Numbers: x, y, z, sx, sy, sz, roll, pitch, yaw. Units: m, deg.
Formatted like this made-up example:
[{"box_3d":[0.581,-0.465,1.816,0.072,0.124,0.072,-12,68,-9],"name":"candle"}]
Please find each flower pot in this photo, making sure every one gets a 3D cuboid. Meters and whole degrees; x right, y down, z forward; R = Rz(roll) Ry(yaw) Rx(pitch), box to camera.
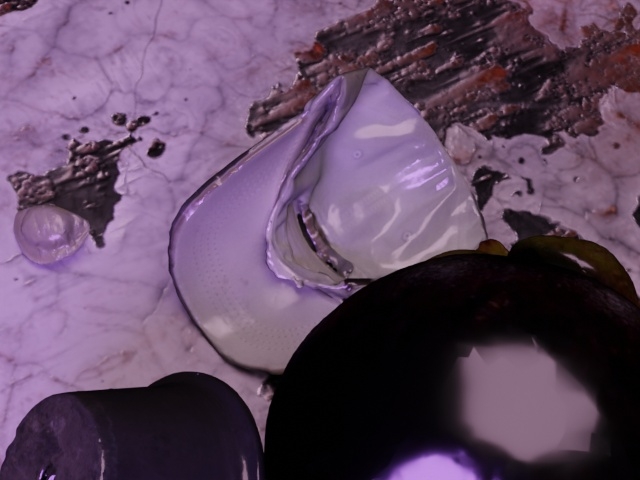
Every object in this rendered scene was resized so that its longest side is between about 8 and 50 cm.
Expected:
[{"box_3d":[-0.176,0.213,1.645,0.148,0.235,0.235,19,49,-42],"name":"flower pot"}]

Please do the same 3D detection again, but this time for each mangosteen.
[{"box_3d":[0.154,0.173,1.635,0.382,0.382,0.435,22,25,6],"name":"mangosteen"}]

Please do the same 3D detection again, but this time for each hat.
[{"box_3d":[0.004,-0.002,1.891,0.301,0.168,0.257,-30,93,1],"name":"hat"}]

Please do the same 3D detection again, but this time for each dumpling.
[{"box_3d":[-0.265,-0.005,1.899,0.077,0.043,0.059,15,80,-3],"name":"dumpling"}]
